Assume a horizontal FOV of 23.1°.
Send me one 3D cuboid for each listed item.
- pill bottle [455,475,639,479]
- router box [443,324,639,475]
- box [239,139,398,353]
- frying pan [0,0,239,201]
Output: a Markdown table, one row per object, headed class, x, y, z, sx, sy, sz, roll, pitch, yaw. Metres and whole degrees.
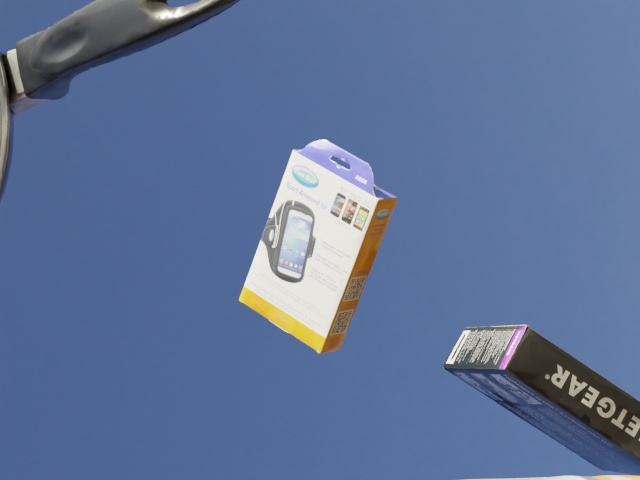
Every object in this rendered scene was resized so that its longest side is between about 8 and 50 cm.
| class | x | y | z | sx | sy | sz | roll | pitch | yaw |
| --- | --- | --- | --- | --- | --- | --- | --- | --- | --- |
| pill bottle | -0.034 | 0.139 | 0.368 | 0.279 | 0.162 | 0.162 | -2 | -86 | -4 |
| router box | 0.205 | 0.135 | 1.303 | 0.179 | 0.133 | 0.046 | 33 | -102 | -12 |
| box | 0.000 | 0.000 | 1.089 | 0.028 | 0.081 | 0.136 | -3 | -61 | -55 |
| frying pan | -0.186 | -0.092 | 0.786 | 0.197 | 0.326 | 0.053 | 56 | -161 | 18 |
